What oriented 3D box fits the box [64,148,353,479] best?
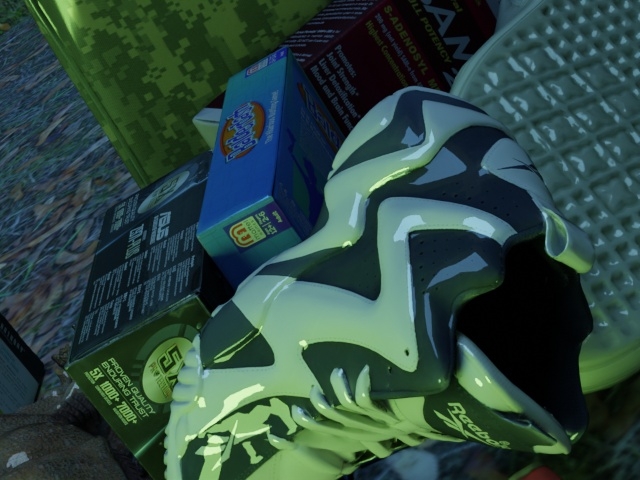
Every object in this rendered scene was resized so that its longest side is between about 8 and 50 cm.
[{"bbox_3d":[-0.054,0.058,0.710,0.077,0.147,0.180,-29,23,11],"label":"box"}]

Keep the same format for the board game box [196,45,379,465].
[{"bbox_3d":[0.000,0.000,0.738,0.047,0.160,0.210,-27,23,15],"label":"board game box"}]

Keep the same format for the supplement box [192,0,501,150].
[{"bbox_3d":[0.044,-0.105,0.922,0.239,0.130,0.073,-43,26,-19],"label":"supplement box"}]

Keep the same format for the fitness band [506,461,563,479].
[{"bbox_3d":[0.037,0.185,0.466,0.209,0.054,0.291,-34,22,-2],"label":"fitness band"}]

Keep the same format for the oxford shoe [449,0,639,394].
[{"bbox_3d":[0.157,-0.077,0.750,0.130,0.169,0.449,107,-178,-47],"label":"oxford shoe"}]

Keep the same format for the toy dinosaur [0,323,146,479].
[{"bbox_3d":[-0.144,0.137,0.721,0.200,0.127,0.296,-11,31,-20],"label":"toy dinosaur"}]

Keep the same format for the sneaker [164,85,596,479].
[{"bbox_3d":[0.028,0.065,0.537,0.235,0.094,0.153,-53,36,7],"label":"sneaker"}]

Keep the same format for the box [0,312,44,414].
[{"bbox_3d":[-0.258,0.126,0.896,0.060,0.100,0.244,-29,23,11],"label":"box"}]

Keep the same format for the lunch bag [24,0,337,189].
[{"bbox_3d":[-0.099,-0.181,1.047,0.212,0.305,0.256,-29,27,3],"label":"lunch bag"}]
